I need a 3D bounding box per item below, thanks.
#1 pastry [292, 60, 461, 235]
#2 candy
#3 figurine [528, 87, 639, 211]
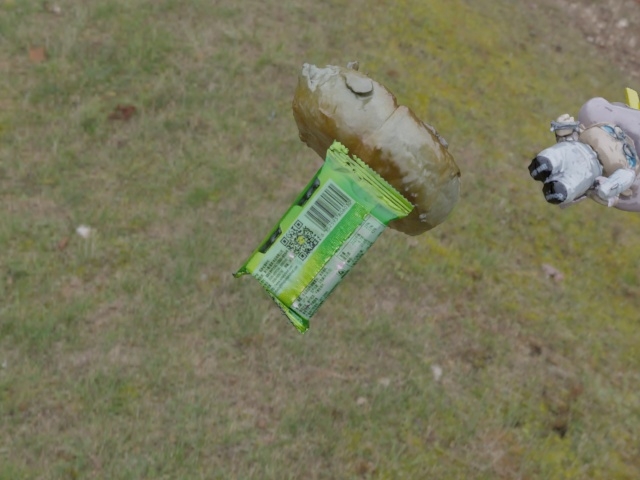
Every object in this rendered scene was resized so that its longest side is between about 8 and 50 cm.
[{"bbox_3d":[0.078,-0.118,1.195,0.121,0.257,0.236,-45,60,-6],"label":"pastry"},{"bbox_3d":[0.000,0.000,0.938,0.102,0.178,0.032,38,18,-1],"label":"candy"},{"bbox_3d":[0.309,-0.087,1.019,0.229,0.112,0.137,-20,69,-37],"label":"figurine"}]
